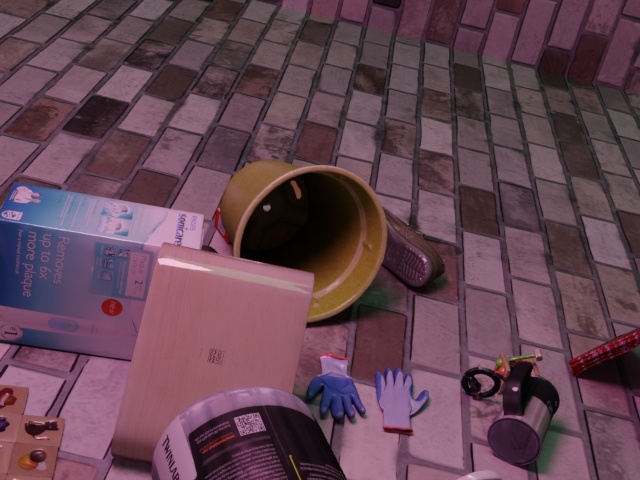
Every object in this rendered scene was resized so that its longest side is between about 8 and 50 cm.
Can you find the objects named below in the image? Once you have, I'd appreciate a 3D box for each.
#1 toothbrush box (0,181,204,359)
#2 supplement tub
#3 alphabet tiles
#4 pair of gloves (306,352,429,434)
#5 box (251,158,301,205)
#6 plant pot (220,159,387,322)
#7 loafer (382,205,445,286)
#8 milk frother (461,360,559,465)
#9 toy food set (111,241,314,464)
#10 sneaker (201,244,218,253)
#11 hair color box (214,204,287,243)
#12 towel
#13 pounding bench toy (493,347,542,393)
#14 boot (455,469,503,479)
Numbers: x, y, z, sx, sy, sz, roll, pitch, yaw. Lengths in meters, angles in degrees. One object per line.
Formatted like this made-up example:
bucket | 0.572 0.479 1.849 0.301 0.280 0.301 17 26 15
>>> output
toothbrush box | -0.338 0.054 1.460 0.295 0.216 0.126 10 29 -10
supplement tub | -0.047 0.329 1.011 0.207 0.207 0.338 0 31 -23
alphabet tiles | -0.509 0.268 1.219 0.342 0.011 0.285 8 29 -11
pair of gloves | 0.076 0.239 1.516 0.198 0.023 0.159 11 29 -4
box | -0.071 -0.110 2.065 0.164 0.021 0.201 10 29 -7
plant pot | -0.059 -0.029 1.709 0.276 0.276 0.254 0 18 -24
loafer | 0.153 0.009 1.901 0.087 0.094 0.251 4 33 -42
milk frother | 0.283 0.266 1.504 0.143 0.129 0.135 -21 11 32
toy food set | -0.143 0.165 1.324 0.219 0.306 0.092 12 -14 -5
sneaker | -0.257 0.028 1.622 0.281 0.106 0.162 38 11 -19
hair color box | -0.128 -0.033 1.882 0.141 0.043 0.072 -5 34 -28
towel | 0.581 0.156 1.667 0.199 0.275 0.031 -16 76 -43
pounding bench toy | 0.328 0.212 1.609 0.065 0.083 0.052 10 29 -9
boot | 0.183 0.375 1.290 0.190 0.069 0.086 -13 45 -26
